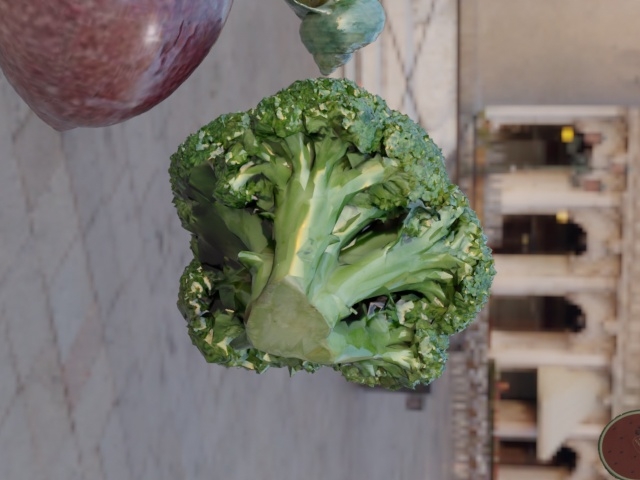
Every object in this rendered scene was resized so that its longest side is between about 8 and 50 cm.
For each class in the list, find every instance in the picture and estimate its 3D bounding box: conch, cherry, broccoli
[{"bbox_3d":[0.012,-0.353,2.064,0.175,0.122,0.188,-3,69,-42],"label":"conch"},{"bbox_3d":[-0.181,-0.219,1.153,0.230,0.203,0.300,-42,155,-56],"label":"cherry"},{"bbox_3d":[0.008,0.005,1.471,0.413,0.321,0.310,-53,-137,38],"label":"broccoli"}]

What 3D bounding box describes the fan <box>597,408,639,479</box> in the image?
[{"bbox_3d":[0.345,0.197,1.393,0.085,0.133,0.005,58,-3,41],"label":"fan"}]
